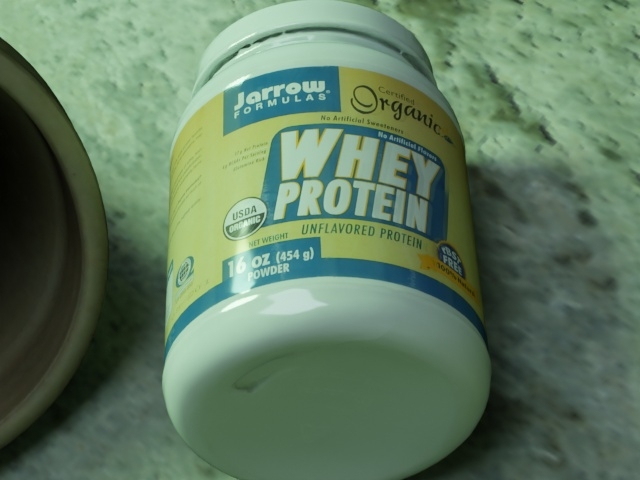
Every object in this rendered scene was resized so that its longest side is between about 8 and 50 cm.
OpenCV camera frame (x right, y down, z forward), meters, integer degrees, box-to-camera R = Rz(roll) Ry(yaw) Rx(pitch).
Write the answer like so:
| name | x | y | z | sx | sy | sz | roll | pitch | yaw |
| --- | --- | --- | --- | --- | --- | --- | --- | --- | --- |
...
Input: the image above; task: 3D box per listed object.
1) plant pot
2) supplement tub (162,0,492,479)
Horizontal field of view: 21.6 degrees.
| name | x | y | z | sx | sy | sz | roll | pitch | yaw |
| --- | --- | --- | --- | --- | --- | --- | --- | --- | --- |
| plant pot | -0.260 | -0.030 | 0.902 | 0.263 | 0.263 | 0.229 | -35 | 29 | 0 |
| supplement tub | 0.000 | 0.000 | 0.781 | 0.144 | 0.144 | 0.199 | -17 | 49 | 17 |
